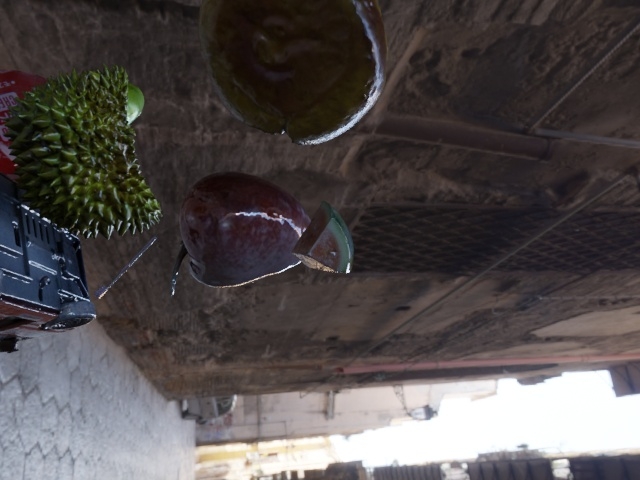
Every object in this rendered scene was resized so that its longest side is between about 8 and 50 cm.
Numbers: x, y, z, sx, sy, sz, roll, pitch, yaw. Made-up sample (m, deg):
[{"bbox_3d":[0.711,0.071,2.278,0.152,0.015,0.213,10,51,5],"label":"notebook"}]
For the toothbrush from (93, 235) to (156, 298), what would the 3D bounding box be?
[{"bbox_3d":[-0.229,0.030,0.606,0.097,0.008,0.006,-49,-177,-16],"label":"toothbrush"}]

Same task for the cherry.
[{"bbox_3d":[-0.202,-0.017,1.309,0.326,0.334,0.292,-40,-129,48],"label":"cherry"}]

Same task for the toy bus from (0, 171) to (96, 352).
[{"bbox_3d":[-0.476,0.025,0.671,0.427,0.232,0.203,92,-17,-74],"label":"toy bus"}]

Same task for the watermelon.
[{"bbox_3d":[0.004,-0.002,0.606,0.084,0.072,0.093,146,-67,-67],"label":"watermelon"}]

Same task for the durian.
[{"bbox_3d":[-0.313,-0.107,0.684,0.237,0.176,0.200,97,-20,-49],"label":"durian"}]

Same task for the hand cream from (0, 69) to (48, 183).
[{"bbox_3d":[-0.533,-0.167,0.903,0.149,0.230,0.231,127,-39,-58],"label":"hand cream"}]

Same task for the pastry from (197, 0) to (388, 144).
[{"bbox_3d":[-0.043,-0.338,0.887,0.164,0.355,0.356,-64,166,-55],"label":"pastry"}]
